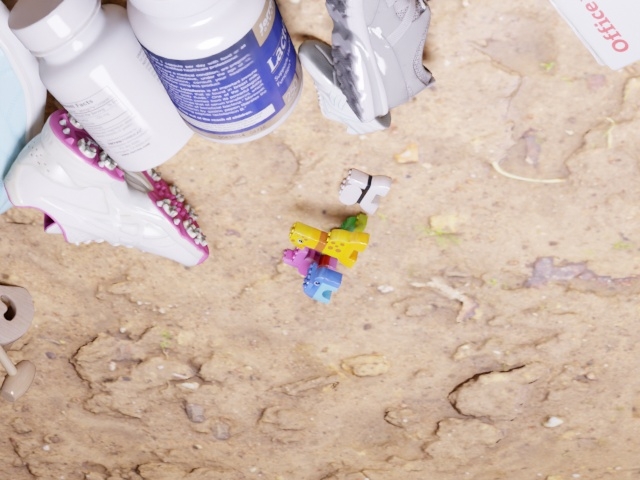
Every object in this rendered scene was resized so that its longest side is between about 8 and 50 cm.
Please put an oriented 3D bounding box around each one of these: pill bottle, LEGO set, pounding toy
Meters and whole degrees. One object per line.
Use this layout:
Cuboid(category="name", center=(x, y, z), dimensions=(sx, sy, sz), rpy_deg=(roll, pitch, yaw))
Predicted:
Cuboid(category="pill bottle", center=(-0.119, -0.230, 1.560), dimensions=(0.153, 0.153, 0.265), rpy_deg=(0, 154, 14))
Cuboid(category="LEGO set", center=(0.000, 0.000, 1.884), dimensions=(0.093, 0.087, 0.227), rpy_deg=(21, 137, -11))
Cuboid(category="pounding toy", center=(-0.487, 0.091, 2.076), dimensions=(0.269, 0.154, 0.155), rpy_deg=(44, 133, -6))
Cuboid(category="pill bottle", center=(-0.250, -0.199, 1.687), dimensions=(0.131, 0.131, 0.229), rpy_deg=(-17, 131, 29))

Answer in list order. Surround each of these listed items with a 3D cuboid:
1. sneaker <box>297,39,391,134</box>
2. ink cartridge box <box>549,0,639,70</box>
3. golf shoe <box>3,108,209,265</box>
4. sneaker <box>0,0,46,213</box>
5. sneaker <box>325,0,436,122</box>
Cuboid(category="sneaker", center=(0.016, -0.173, 1.711), dimensions=(0.061, 0.054, 0.152), rpy_deg=(-20, 130, 36))
Cuboid(category="ink cartridge box", center=(0.351, -0.312, 1.424), dimensions=(0.273, 0.114, 0.197), rpy_deg=(-24, 128, 33))
Cuboid(category="golf shoe", center=(-0.268, -0.043, 1.844), dimensions=(0.140, 0.115, 0.306), rpy_deg=(-39, 131, 14))
Cuboid(category="sneaker", center=(-0.421, -0.148, 1.750), dimensions=(0.135, 0.150, 0.366), rpy_deg=(27, 144, 23))
Cuboid(category="sneaker", center=(0.065, -0.268, 1.585), dimensions=(0.115, 0.105, 0.281), rpy_deg=(-21, 134, -13))
